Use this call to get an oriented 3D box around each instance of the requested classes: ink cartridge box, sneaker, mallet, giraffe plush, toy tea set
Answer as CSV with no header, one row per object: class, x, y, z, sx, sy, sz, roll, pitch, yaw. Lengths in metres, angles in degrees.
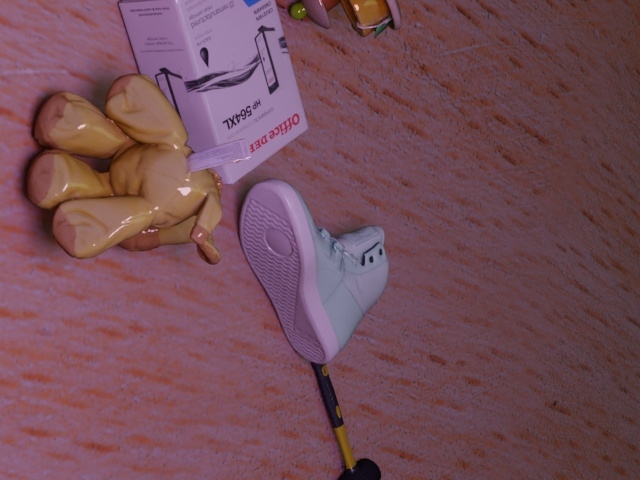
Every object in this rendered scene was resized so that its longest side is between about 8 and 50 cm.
ink cartridge box,-0.105,-0.177,1.609,0.148,0.085,0.203,-40,122,-44
sneaker,0.000,0.000,1.752,0.151,0.094,0.256,-48,139,-31
mallet,0.029,0.222,1.864,0.062,0.039,0.190,-28,111,-48
giraffe plush,-0.163,-0.050,1.506,0.170,0.210,0.181,79,13,-74
toy tea set,-0.012,-0.297,1.615,0.124,0.200,0.336,-27,155,-4
